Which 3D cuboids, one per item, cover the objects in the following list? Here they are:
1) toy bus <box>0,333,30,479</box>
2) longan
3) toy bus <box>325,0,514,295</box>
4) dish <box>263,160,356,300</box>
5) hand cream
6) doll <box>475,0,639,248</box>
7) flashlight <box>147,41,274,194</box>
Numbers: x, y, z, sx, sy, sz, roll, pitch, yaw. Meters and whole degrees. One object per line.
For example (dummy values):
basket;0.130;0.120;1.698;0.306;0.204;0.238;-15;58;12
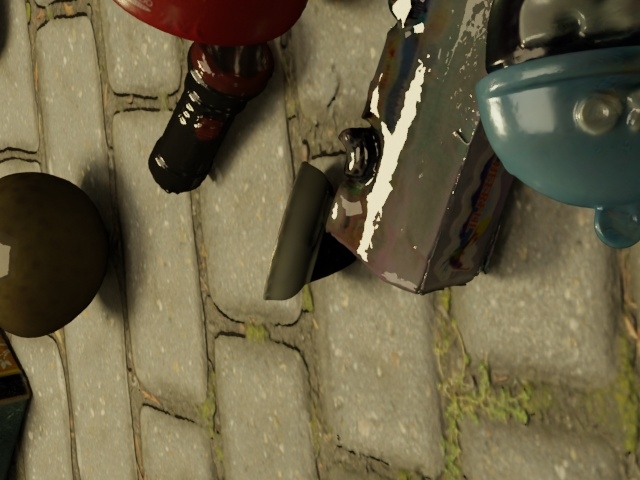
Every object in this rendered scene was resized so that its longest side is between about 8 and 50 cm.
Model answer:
toy bus;-0.596;0.303;2.168;0.194;0.161;0.323;51;134;33
longan;-0.373;0.016;1.742;0.196;0.196;0.220;-26;69;55
toy bus;0.107;-0.111;1.070;0.138;0.112;0.317;45;133;36
dish;0.000;0.000;1.288;0.141;0.078;0.141;16;-90;-89
hand cream;-0.100;-0.297;1.227;0.230;0.230;0.149;57;137;32
doll;0.188;-0.151;0.885;0.141;0.177;0.314;20;-116;-85
flashlight;-0.126;-0.133;1.427;0.093;0.093;0.232;65;146;23
